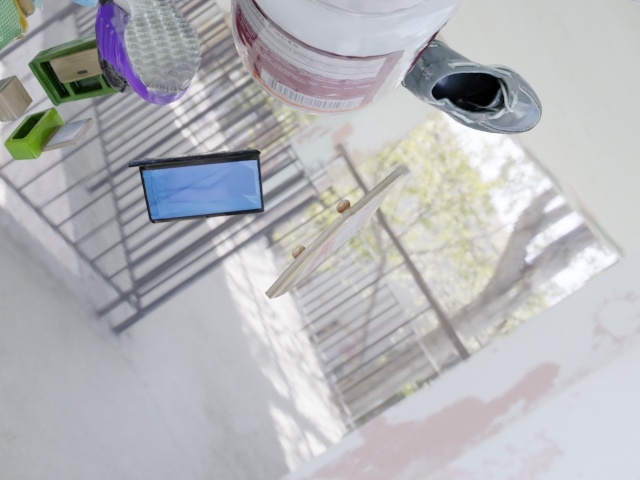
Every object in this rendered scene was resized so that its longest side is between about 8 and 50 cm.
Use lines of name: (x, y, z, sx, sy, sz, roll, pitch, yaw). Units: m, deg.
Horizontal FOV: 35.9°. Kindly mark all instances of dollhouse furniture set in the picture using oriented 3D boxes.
dollhouse furniture set: (-0.439, -0.297, 1.463, 0.301, 0.151, 0.197, 63, 33, -34)

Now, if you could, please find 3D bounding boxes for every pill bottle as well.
pill bottle: (0.025, -0.266, 0.950, 0.224, 0.224, 0.392, 56, -7, 1)

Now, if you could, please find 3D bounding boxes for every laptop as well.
laptop: (-0.222, -0.097, 1.841, 0.264, 0.234, 0.136, -128, -148, -82)

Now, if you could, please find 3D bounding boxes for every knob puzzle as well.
knob puzzle: (0.000, 0.000, 1.185, 0.030, 0.213, 0.213, 47, 4, 6)

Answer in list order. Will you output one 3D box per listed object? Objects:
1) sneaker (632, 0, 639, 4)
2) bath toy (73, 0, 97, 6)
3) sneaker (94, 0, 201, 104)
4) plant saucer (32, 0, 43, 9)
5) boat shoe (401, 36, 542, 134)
sneaker: (0.427, -0.310, 0.883, 0.150, 0.135, 0.366, 27, -28, -9)
bath toy: (-0.287, -0.487, 1.664, 0.129, 0.348, 0.151, 2, 88, -49)
sneaker: (-0.244, -0.250, 1.345, 0.102, 0.146, 0.293, 3, 42, -27)
plant saucer: (-0.623, -0.523, 1.929, 0.192, 0.018, 0.067, 41, 5, -3)
boat shoe: (0.242, -0.215, 1.501, 0.319, 0.116, 0.099, 18, 28, -41)
